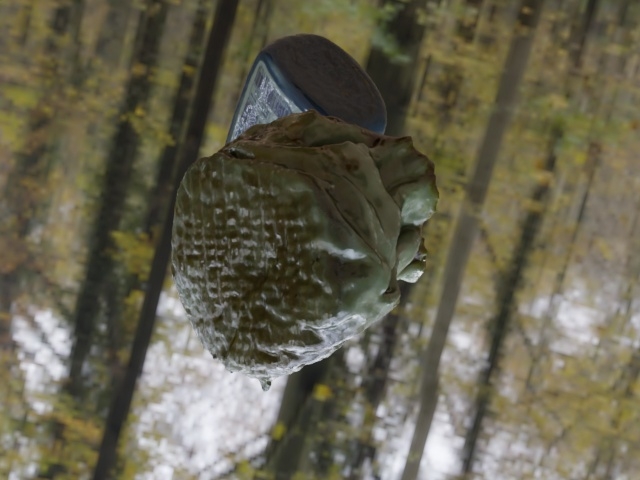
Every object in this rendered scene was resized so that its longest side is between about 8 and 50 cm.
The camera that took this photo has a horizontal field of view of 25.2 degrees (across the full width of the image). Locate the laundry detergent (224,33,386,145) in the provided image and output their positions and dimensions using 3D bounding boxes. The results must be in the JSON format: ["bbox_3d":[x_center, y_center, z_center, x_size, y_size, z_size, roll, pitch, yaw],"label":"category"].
[{"bbox_3d":[-0.039,-0.063,1.419,0.094,0.290,0.143,-27,-113,-39],"label":"laundry detergent"}]

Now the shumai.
[{"bbox_3d":[-0.003,0.004,0.948,0.142,0.184,0.184,-5,-159,-41],"label":"shumai"}]
